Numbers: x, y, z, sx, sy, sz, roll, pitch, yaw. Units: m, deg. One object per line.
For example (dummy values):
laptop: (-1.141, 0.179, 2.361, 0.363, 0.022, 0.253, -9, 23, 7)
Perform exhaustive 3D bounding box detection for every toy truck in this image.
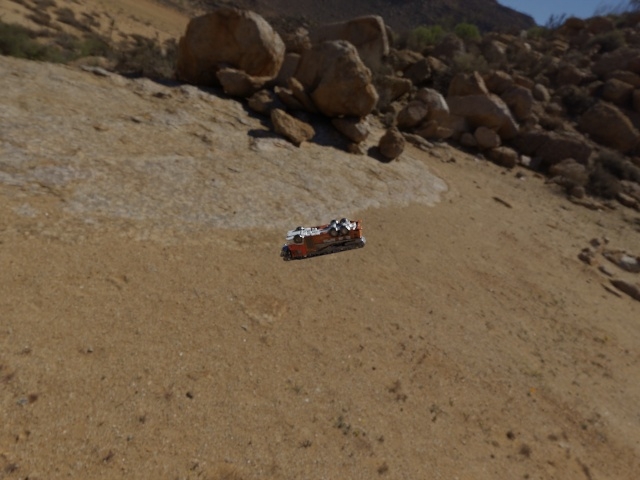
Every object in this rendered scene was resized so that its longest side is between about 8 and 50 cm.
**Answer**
toy truck: (0.000, 0.000, 0.408, 0.083, 0.032, 0.024, -10, 30, 8)
